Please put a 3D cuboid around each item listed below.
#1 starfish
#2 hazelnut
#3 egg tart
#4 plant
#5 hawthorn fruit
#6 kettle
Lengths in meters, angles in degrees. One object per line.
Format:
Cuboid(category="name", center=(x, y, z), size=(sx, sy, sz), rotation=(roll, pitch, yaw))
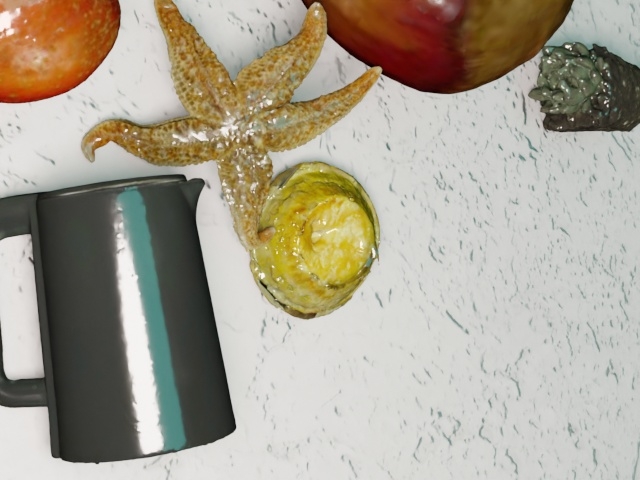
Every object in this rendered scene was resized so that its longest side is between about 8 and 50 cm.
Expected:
Cuboid(category="starfish", center=(-0.104, -0.143, 1.529), size=(0.375, 0.094, 0.327), rotation=(-4, 101, -9))
Cuboid(category="hazelnut", center=(0.155, -0.403, 1.627), size=(0.421, 0.353, 0.421), rotation=(0, 86, -7))
Cuboid(category="egg tart", center=(0.000, -0.001, 1.656), size=(0.212, 0.090, 0.213), rotation=(0, 89, -30))
Cuboid(category="plant", center=(0.404, -0.229, 1.908), size=(0.194, 0.132, 0.129), rotation=(8, 80, -38))
Cuboid(category="hawthorn fruit", center=(-0.351, -0.240, 1.367), size=(0.253, 0.205, 0.205), rotation=(-31, 105, -25))
Cuboid(category="kettle", center=(-0.247, 0.088, 1.447), size=(0.203, 0.262, 0.308), rotation=(-13, 94, -66))
